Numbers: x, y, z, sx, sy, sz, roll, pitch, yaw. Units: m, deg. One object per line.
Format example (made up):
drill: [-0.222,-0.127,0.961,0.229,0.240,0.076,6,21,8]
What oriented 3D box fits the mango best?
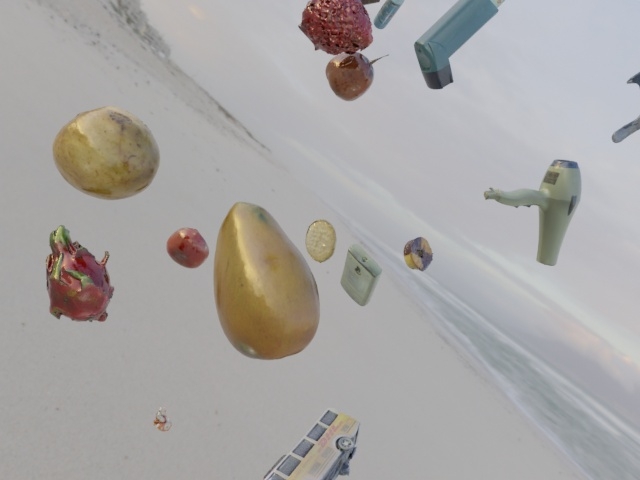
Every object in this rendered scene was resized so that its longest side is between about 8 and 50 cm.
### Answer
mango: [-0.113,0.075,0.959,0.172,0.211,0.317,-2,54,-31]

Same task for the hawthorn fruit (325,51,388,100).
hawthorn fruit: [0.096,-0.513,1.569,0.149,0.149,0.189,35,-29,-13]

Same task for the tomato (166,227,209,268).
tomato: [-0.467,0.038,1.781,0.155,0.156,0.069,35,30,-5]

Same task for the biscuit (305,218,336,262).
biscuit: [0.000,0.000,1.773,0.020,0.152,0.152,2,28,-46]

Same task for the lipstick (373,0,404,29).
lipstick: [0.208,-0.704,1.573,0.048,0.048,0.158,35,-10,-9]

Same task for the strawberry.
strawberry: [0.058,-0.594,1.411,0.201,0.184,0.187,41,8,24]

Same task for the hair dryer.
hair dryer: [0.604,-0.054,1.442,0.119,0.298,0.296,-137,-152,-67]

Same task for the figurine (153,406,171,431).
figurine: [-0.467,0.522,1.507,0.047,0.109,0.064,9,46,6]

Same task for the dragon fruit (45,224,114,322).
dragon fruit: [-0.686,0.103,1.460,0.269,0.198,0.200,62,-18,24]

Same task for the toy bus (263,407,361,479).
toy bus: [-0.018,0.545,1.234,0.138,0.097,0.342,21,30,26]

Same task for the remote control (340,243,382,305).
remote control: [0.097,0.092,1.281,0.098,0.038,0.233,46,-19,17]

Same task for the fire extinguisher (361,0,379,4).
fire extinguisher: [0.123,-0.825,1.749,0.157,0.045,0.078,-8,-14,5]

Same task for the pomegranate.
pomegranate: [-0.543,-0.219,1.314,0.260,0.260,0.260,36,4,-3]

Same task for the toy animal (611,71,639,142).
toy animal: [0.797,-0.297,1.176,0.239,0.255,0.176,61,28,-19]

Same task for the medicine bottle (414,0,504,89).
medicine bottle: [0.327,-0.484,1.205,0.124,0.258,0.079,43,3,-28]

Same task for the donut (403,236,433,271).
donut: [0.378,0.056,2.004,0.059,0.141,0.140,-13,-36,45]
